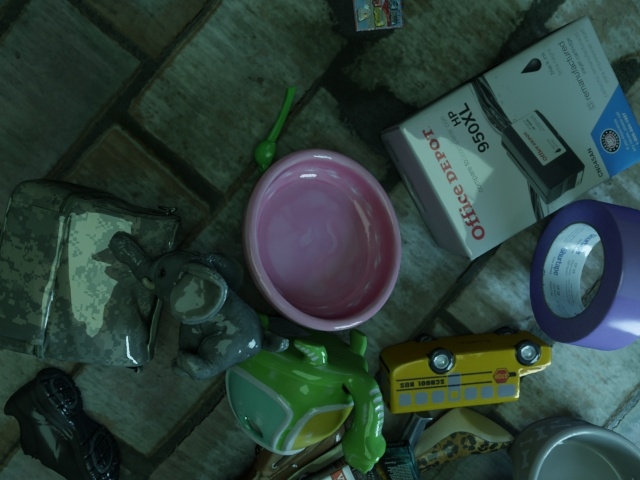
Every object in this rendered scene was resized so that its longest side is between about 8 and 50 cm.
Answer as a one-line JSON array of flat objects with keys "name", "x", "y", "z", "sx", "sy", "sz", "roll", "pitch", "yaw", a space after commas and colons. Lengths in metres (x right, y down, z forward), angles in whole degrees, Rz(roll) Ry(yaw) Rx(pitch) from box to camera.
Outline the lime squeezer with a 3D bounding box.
[{"name": "lime squeezer", "x": -0.071, "y": -0.136, "z": 1.017, "sx": 0.109, "sy": 0.058, "sz": 0.311, "roll": -18, "pitch": 98, "yaw": -36}]

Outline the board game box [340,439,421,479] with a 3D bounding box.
[{"name": "board game box", "x": 0.110, "y": 0.481, "z": 1.069, "sx": 0.186, "sy": 0.026, "sz": 0.126, "roll": -14, "pitch": 98, "yaw": 23}]

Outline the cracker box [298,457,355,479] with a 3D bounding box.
[{"name": "cracker box", "x": -0.020, "y": 0.557, "z": 1.014, "sx": 0.232, "sy": 0.067, "sz": 0.156, "roll": -25, "pitch": 87, "yaw": -12}]

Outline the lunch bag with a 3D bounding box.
[{"name": "lunch bag", "x": -0.396, "y": 0.064, "z": 0.913, "sx": 0.255, "sy": 0.212, "sz": 0.305, "roll": 14, "pitch": 94, "yaw": -1}]

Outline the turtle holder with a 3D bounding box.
[{"name": "turtle holder", "x": -0.024, "y": 0.268, "z": 0.953, "sx": 0.320, "sy": 0.243, "sz": 0.228, "roll": 19, "pitch": 96, "yaw": 7}]

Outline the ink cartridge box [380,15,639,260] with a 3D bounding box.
[{"name": "ink cartridge box", "x": 0.358, "y": -0.185, "z": 0.989, "sx": 0.394, "sy": 0.166, "sz": 0.286, "roll": -31, "pitch": 98, "yaw": -1}]

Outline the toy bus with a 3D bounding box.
[{"name": "toy bus", "x": 0.294, "y": 0.264, "z": 1.063, "sx": 0.332, "sy": 0.108, "sz": 0.130, "roll": -4, "pitch": 97, "yaw": -6}]

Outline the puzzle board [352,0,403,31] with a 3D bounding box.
[{"name": "puzzle board", "x": 0.110, "y": -0.478, "z": 1.008, "sx": 0.096, "sy": 0.011, "sz": 0.128, "roll": -7, "pitch": 97, "yaw": -5}]

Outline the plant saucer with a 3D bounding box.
[{"name": "plant saucer", "x": 0.000, "y": 0.000, "z": 0.959, "sx": 0.331, "sy": 0.084, "sz": 0.333, "roll": 7, "pitch": 77, "yaw": -31}]

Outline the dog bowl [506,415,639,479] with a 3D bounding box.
[{"name": "dog bowl", "x": 0.542, "y": 0.539, "z": 1.050, "sx": 0.348, "sy": 0.102, "sz": 0.349, "roll": 3, "pitch": 68, "yaw": -6}]

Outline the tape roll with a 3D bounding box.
[{"name": "tape roll", "x": 0.511, "y": 0.064, "z": 0.979, "sx": 0.090, "sy": 0.275, "sz": 0.275, "roll": 12, "pitch": 95, "yaw": -8}]

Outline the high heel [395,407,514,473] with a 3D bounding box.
[{"name": "high heel", "x": 0.273, "y": 0.453, "z": 1.109, "sx": 0.261, "sy": 0.093, "sz": 0.186, "roll": 15, "pitch": 111, "yaw": -15}]

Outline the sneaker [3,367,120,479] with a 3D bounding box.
[{"name": "sneaker", "x": -0.499, "y": 0.394, "z": 1.008, "sx": 0.130, "sy": 0.109, "sz": 0.286, "roll": -31, "pitch": 89, "yaw": 5}]

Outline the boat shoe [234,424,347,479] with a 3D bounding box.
[{"name": "boat shoe", "x": -0.089, "y": 0.441, "z": 1.052, "sx": 0.307, "sy": 0.110, "sz": 0.105, "roll": -30, "pitch": 94, "yaw": -11}]

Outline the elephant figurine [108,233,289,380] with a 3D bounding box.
[{"name": "elephant figurine", "x": -0.194, "y": 0.083, "z": 0.815, "sx": 0.185, "sy": 0.169, "sz": 0.240, "roll": -21, "pitch": 103, "yaw": -32}]
